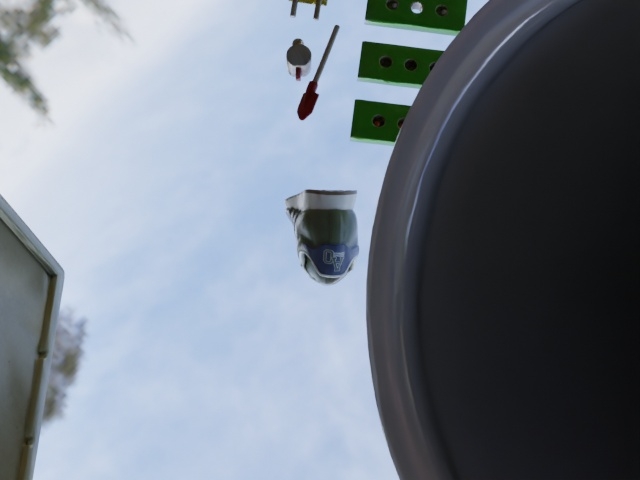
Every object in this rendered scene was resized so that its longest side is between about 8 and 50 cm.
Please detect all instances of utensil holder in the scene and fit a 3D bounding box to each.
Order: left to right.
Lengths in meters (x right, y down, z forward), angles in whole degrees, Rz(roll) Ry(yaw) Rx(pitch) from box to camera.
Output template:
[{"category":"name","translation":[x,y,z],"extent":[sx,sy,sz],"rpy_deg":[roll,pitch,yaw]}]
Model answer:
[{"category":"utensil holder","translation":[0.272,0.032,0.630],"extent":[0.328,0.386,0.327],"rpy_deg":[0,-90,50]}]

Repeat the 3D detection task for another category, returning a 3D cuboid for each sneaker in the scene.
[{"category":"sneaker","translation":[0.000,0.000,1.208],"extent":[0.064,0.086,0.192],"rpy_deg":[0,178,-6]}]

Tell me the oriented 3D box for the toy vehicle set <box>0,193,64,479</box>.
[{"category":"toy vehicle set","translation":[-0.187,0.007,0.490],"extent":[0.035,0.267,0.166],"rpy_deg":[-12,-130,16]}]

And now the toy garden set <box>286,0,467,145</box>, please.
[{"category":"toy garden set","translation":[0.050,-0.215,1.366],"extent":[0.049,0.204,0.244],"rpy_deg":[95,3,-73]}]
